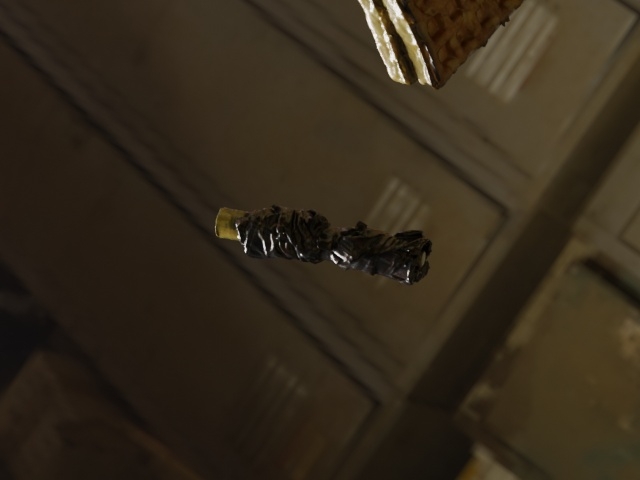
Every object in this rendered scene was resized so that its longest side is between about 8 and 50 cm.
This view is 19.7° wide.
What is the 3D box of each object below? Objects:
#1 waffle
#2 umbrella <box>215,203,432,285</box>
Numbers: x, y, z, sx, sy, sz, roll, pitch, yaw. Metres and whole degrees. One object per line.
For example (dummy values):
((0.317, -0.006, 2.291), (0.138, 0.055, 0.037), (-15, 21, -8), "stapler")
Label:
((0.087, -0.178, 1.196), (0.042, 0.148, 0.102), (9, 135, 44), "waffle")
((0.000, 0.000, 1.181), (0.144, 0.037, 0.040), (10, 144, 18), "umbrella")
